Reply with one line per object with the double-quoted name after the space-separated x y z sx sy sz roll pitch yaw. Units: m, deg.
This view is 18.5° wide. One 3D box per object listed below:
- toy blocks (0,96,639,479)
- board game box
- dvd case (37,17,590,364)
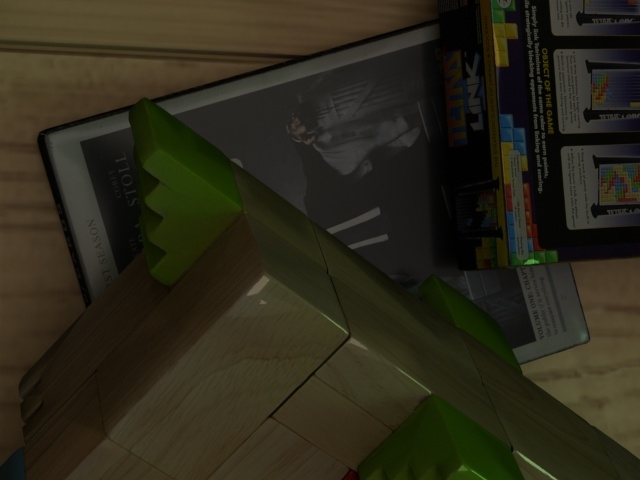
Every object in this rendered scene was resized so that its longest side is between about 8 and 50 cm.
-0.016 0.151 0.896 0.381 0.191 0.261 36 107 -28 "toy blocks"
0.130 -0.073 0.971 0.141 0.048 0.170 -2 88 -31 "board game box"
0.000 0.000 0.972 0.238 0.029 0.179 -17 95 -14 "dvd case"
